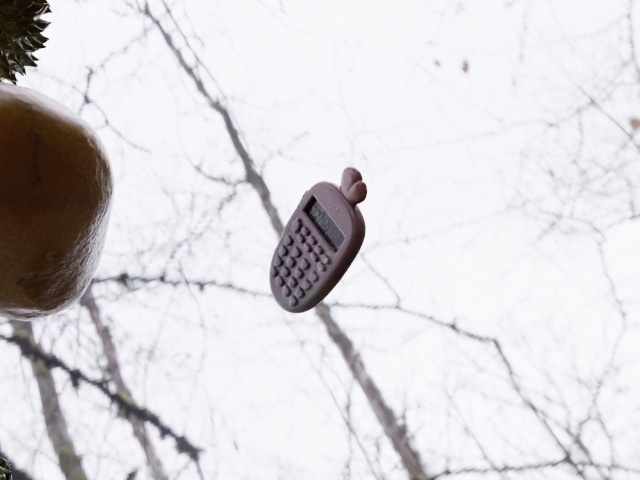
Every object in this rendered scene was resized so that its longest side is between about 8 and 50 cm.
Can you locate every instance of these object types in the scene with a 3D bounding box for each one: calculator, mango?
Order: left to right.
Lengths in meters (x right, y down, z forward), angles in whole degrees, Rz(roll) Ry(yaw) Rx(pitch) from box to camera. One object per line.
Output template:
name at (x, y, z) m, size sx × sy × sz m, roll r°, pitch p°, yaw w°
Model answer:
mango at (-0.212, -0.019, 0.845) m, size 0.147 × 0.109 × 0.227 m, roll -23°, pitch -35°, yaw -9°
calculator at (0.000, 0.000, 1.213) m, size 0.024 × 0.103 × 0.166 m, roll 15°, pitch -62°, yaw -40°

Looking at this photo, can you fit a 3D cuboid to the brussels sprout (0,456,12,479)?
brussels sprout at (-0.404, 0.285, 1.427) m, size 0.085 × 0.085 × 0.058 m, roll 6°, pitch -45°, yaw -26°

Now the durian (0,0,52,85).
durian at (-0.377, -0.239, 1.120) m, size 0.291 × 0.291 × 0.224 m, roll -41°, pitch -8°, yaw 9°
